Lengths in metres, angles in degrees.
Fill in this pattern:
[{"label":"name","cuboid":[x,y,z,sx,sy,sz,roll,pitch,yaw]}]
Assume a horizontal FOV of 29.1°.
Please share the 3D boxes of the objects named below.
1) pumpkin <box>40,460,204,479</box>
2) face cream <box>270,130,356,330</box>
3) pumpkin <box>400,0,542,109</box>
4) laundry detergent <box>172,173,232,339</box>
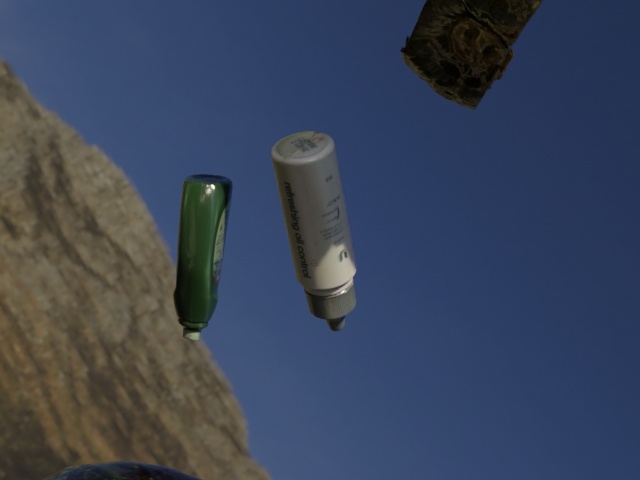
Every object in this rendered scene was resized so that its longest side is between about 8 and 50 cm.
[{"label":"pumpkin","cuboid":[-0.206,0.462,1.325,0.454,0.454,0.344,59,-14,-2]},{"label":"face cream","cuboid":[0.000,0.000,1.742,0.092,0.092,0.311,25,-42,42]},{"label":"pumpkin","cuboid":[0.214,-0.316,1.521,0.139,0.190,0.280,30,-28,1]},{"label":"laundry detergent","cuboid":[-0.154,0.022,1.600,0.137,0.063,0.211,-87,-177,-81]}]
